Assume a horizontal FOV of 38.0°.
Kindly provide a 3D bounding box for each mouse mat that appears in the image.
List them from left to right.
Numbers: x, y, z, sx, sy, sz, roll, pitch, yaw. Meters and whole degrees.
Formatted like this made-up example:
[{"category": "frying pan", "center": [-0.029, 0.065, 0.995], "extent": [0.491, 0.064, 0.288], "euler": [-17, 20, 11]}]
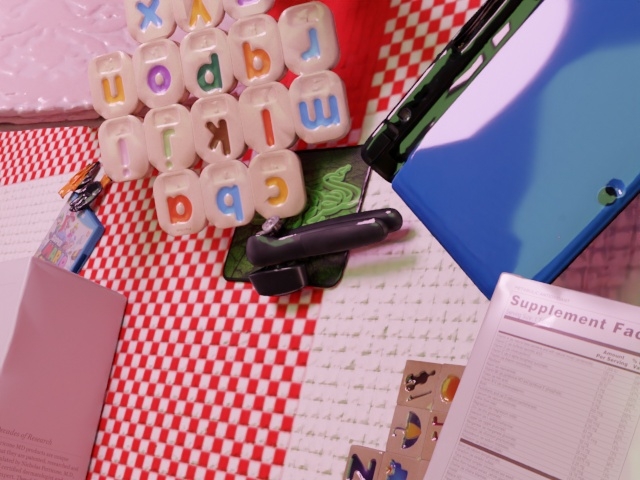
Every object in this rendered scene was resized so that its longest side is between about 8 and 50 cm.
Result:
[{"category": "mouse mat", "center": [-0.027, -0.026, 0.968], "extent": [0.189, 0.007, 0.153], "euler": [1, 70, 46]}]

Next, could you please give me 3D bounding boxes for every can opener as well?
[{"category": "can opener", "center": [0.000, 0.000, 0.886], "extent": [0.186, 0.073, 0.059], "euler": [-19, 17, 36]}]

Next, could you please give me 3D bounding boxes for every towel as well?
[{"category": "towel", "center": [-0.260, -0.257, 1.140], "extent": [0.053, 0.331, 0.317], "euler": [100, 161, -51]}]

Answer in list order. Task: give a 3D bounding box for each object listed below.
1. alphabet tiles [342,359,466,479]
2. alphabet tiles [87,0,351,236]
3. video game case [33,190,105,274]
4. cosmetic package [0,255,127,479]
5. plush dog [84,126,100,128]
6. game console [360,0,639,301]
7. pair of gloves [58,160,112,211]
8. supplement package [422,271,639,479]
[{"category": "alphabet tiles", "center": [0.085, 0.212, 0.716], "extent": [0.198, 0.009, 0.237], "euler": [0, 69, 47]}, {"category": "alphabet tiles", "center": [-0.111, -0.152, 0.975], "extent": [0.284, 0.021, 0.278], "euler": [-9, 91, 18]}, {"category": "video game case", "center": [-0.366, 0.025, 1.296], "extent": [0.166, 0.015, 0.119], "euler": [-56, 40, 8]}, {"category": "cosmetic package", "center": [-0.385, 0.227, 1.092], "extent": [0.217, 0.156, 0.385], "euler": [-11, 63, 38]}, {"category": "plush dog", "center": [-0.315, -0.221, 1.248], "extent": [0.225, 0.262, 0.211], "euler": [-127, 37, -57]}, {"category": "game console", "center": [0.189, -0.122, 0.710], "extent": [0.173, 0.250, 0.293], "euler": [43, 107, 6]}, {"category": "pair of gloves", "center": [-0.329, -0.076, 1.302], "extent": [0.074, 0.010, 0.083], "euler": [-43, 42, -3]}, {"category": "supplement package", "center": [0.154, 0.163, 0.563], "extent": [0.139, 0.133, 0.244], "euler": [16, 80, 46]}]
